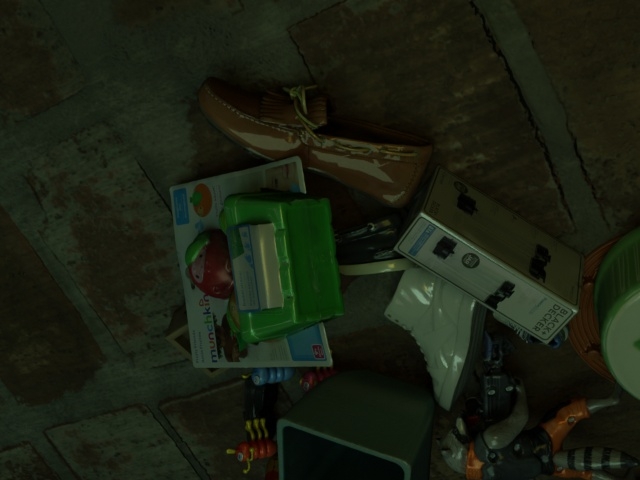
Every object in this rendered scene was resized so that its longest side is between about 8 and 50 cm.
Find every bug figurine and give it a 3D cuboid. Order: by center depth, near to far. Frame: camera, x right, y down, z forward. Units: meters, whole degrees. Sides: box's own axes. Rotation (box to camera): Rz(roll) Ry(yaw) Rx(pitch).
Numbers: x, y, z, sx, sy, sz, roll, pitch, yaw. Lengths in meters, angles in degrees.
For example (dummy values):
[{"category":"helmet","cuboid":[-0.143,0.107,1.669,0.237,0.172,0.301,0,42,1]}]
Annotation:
[{"category":"bug figurine","cuboid":[-0.062,0.310,1.857,0.216,0.072,0.279,-8,127,-30]}]

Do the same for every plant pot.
[{"category":"plant pot","cuboid":[0.090,0.374,1.795,0.247,0.252,0.248,15,125,22]}]

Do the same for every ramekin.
[{"category":"ramekin","cuboid":[0.572,0.124,1.520,0.303,0.148,0.303,8,123,13]}]

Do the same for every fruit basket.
[{"category":"fruit basket","cuboid":[-0.132,0.048,1.611,0.353,0.165,0.327,-7,90,41]}]

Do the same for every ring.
[{"category":"ring","cuboid":[0.570,0.129,1.634,0.336,0.032,0.337,8,122,13]}]

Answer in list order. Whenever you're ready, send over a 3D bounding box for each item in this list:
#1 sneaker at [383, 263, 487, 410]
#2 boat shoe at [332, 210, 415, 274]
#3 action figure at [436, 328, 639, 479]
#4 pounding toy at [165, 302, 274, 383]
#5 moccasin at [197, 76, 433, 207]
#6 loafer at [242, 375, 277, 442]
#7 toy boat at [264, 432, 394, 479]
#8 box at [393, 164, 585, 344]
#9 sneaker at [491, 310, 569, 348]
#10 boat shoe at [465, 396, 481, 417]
[{"category":"sneaker","cuboid":[0.193,0.159,1.744,0.169,0.108,0.292,20,129,22]},{"category":"boat shoe","cuboid":[-0.002,0.000,1.690,0.340,0.127,0.113,-2,95,35]},{"category":"action figure","cuboid":[0.360,0.323,1.705,0.330,0.178,0.341,-10,120,9]},{"category":"pounding toy","cuboid":[-0.149,0.177,1.863,0.181,0.094,0.206,-33,116,26]},{"category":"moccasin","cuboid":[-0.009,-0.180,1.564,0.380,0.139,0.147,24,118,6]},{"category":"loafer","cuboid":[-0.125,0.348,1.965,0.061,0.062,0.170,15,101,35]},{"category":"toy boat","cuboid":[0.038,0.491,1.978,0.318,0.148,0.267,26,130,-8]},{"category":"box","cuboid":[0.273,0.020,1.578,0.290,0.169,0.087,31,125,-4]},{"category":"sneaker","cuboid":[0.355,0.144,1.691,0.135,0.058,0.052,20,125,16]},{"category":"boat shoe","cuboid":[0.307,0.350,1.850,0.049,0.042,0.133,-18,112,28]}]
